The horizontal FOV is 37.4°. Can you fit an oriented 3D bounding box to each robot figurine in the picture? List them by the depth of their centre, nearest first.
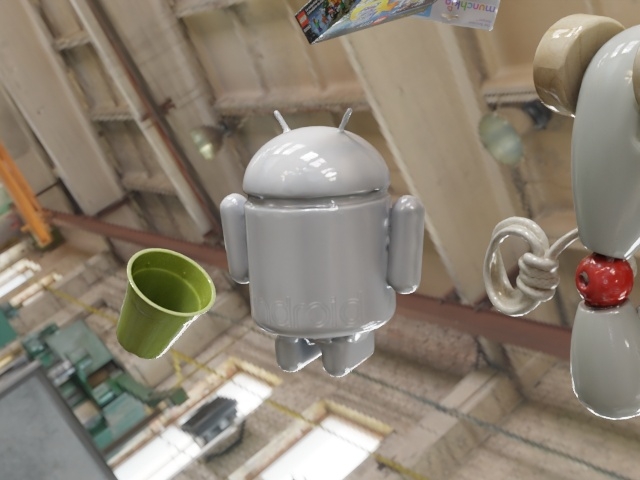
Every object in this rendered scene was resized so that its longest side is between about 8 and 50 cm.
[{"bbox_3d":[0.000,0.000,1.277,0.300,0.200,0.353,0,-79,23],"label":"robot figurine"}]

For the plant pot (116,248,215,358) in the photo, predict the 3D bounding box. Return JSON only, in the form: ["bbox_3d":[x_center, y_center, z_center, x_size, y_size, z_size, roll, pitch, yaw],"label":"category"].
[{"bbox_3d":[-0.148,0.064,0.856,0.083,0.083,0.079,45,-56,20],"label":"plant pot"}]

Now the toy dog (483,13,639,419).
[{"bbox_3d":[0.270,-0.037,0.753,0.220,0.161,0.333,-124,-149,-46],"label":"toy dog"}]

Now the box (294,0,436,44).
[{"bbox_3d":[0.099,-0.320,1.166,0.159,0.233,0.044,-29,-92,49],"label":"box"}]

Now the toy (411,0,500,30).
[{"bbox_3d":[0.206,-0.406,1.343,0.137,0.056,0.237,10,-51,1],"label":"toy"}]
